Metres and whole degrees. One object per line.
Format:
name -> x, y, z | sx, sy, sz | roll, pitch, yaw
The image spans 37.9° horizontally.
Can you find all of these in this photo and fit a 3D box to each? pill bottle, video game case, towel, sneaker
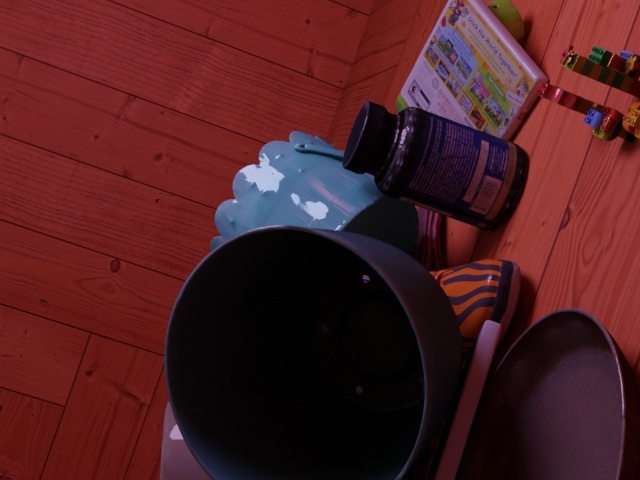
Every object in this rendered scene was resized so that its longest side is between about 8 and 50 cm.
pill bottle -> 0.146, -0.102, 1.223 | 0.123, 0.219, 0.122 | -161, 90, -80
video game case -> 0.214, -0.222, 1.350 | 0.227, 0.026, 0.206 | 62, 141, 35
towel -> 0.115, 0.111, 1.485 | 0.237, 0.037, 0.329 | -77, 10, -53
sneaker -> 0.114, 0.080, 1.165 | 0.321, 0.180, 0.124 | 132, 156, -66
video game case -> 0.147, 0.202, 1.018 | 0.173, 0.022, 0.190 | 94, -162, -63

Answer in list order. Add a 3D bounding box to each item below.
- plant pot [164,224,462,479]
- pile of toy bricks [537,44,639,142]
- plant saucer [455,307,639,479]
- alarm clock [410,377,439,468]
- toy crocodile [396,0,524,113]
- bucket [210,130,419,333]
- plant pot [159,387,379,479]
plant pot -> 0.019, 0.124, 1.005 | 0.235, 0.293, 0.293 | -8, -58, -63
pile of toy bricks -> 0.284, -0.166, 0.931 | 0.212, 0.105, 0.118 | -104, 35, -72
plant saucer -> 0.200, 0.214, 0.831 | 0.310, 0.050, 0.310 | -160, 90, -80
alarm clock -> 0.108, 0.242, 1.256 | 0.192, 0.064, 0.129 | 120, 166, -59
toy crocodile -> 0.219, -0.256, 1.498 | 0.115, 0.105, 0.340 | -26, -21, -35
bucket -> 0.000, 0.000, 1.347 | 0.281, 0.183, 0.281 | -35, -37, -32
plant pot -> -0.068, 0.306, 1.223 | 0.323, 0.280, 0.323 | -176, 90, -83
